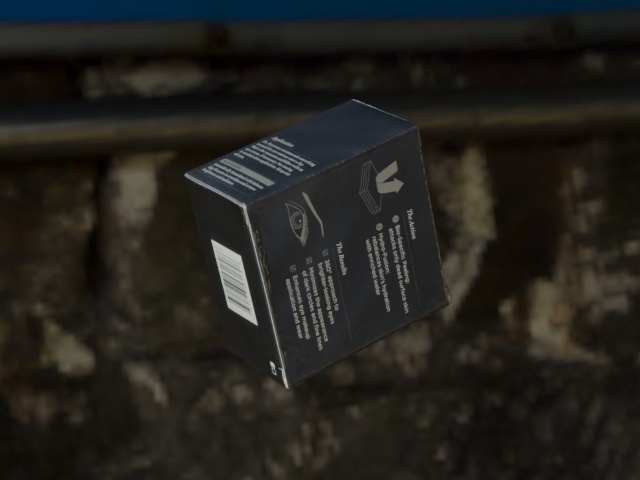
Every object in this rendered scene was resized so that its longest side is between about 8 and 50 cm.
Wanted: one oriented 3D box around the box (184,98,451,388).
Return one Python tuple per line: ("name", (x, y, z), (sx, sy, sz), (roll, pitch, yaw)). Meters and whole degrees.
("box", (0.000, 0.000, 1.388), (0.158, 0.156, 0.093), (-25, 30, -25))
